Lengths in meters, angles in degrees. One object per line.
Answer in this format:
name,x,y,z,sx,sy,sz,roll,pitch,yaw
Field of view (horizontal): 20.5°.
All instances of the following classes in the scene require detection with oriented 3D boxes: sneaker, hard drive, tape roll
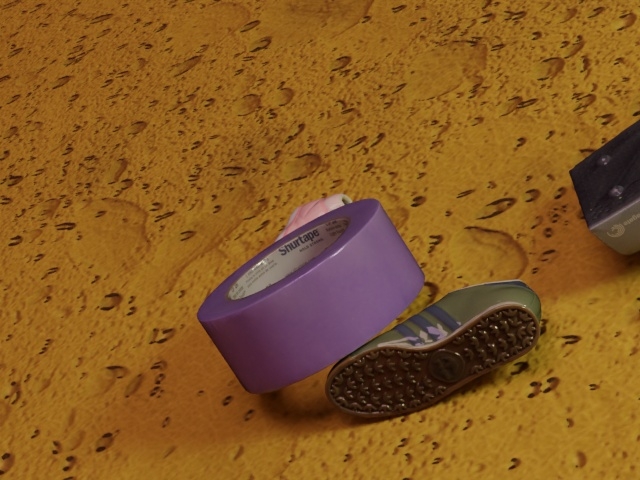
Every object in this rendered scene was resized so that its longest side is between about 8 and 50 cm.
sneaker,0.099,0.086,1.476,0.192,0.064,0.086,-23,16,21
hard drive,0.332,-0.089,1.475,0.254,0.054,0.172,-34,16,13
tape roll,-0.008,0.047,1.541,0.189,0.080,0.189,-31,11,7
sneaker,0.000,0.000,1.685,0.070,0.051,0.134,-21,27,25
